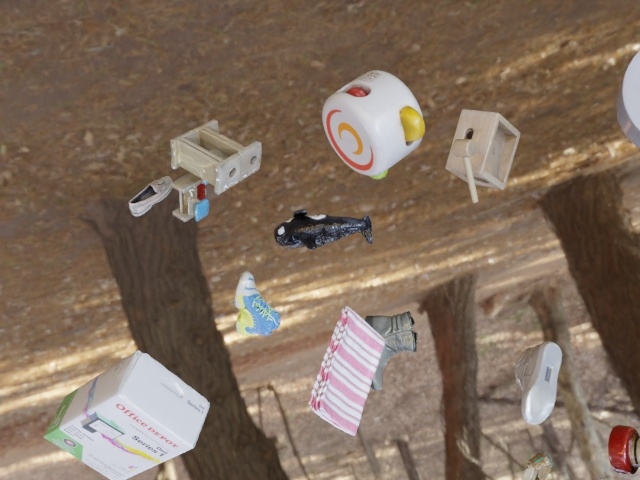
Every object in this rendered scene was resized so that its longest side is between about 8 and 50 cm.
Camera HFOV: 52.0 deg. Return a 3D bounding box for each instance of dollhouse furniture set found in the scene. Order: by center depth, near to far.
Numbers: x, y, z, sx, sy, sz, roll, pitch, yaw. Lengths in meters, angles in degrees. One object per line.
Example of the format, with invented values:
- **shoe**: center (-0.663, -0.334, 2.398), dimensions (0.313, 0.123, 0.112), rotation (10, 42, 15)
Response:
- **dollhouse furniture set**: center (-0.212, -0.125, 1.335), dimensions (0.129, 0.129, 0.184), rotation (-38, 149, -41)

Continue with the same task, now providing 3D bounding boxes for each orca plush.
- **orca plush**: center (0.000, 0.000, 1.830), dimensions (0.287, 0.102, 0.151), rotation (5, 140, 8)

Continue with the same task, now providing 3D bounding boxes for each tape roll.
- **tape roll**: center (0.636, -0.251, 1.142), dimensions (0.219, 0.219, 0.072), rotation (-21, 166, 10)

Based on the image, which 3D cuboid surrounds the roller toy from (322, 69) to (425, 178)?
- **roller toy**: center (0.113, -0.247, 1.359), dimensions (0.146, 0.191, 0.209), rotation (-37, 173, -21)

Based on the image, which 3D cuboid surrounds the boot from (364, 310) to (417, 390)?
- **boot**: center (0.225, 0.346, 2.057), dimensions (0.161, 0.247, 0.083), rotation (-4, 171, 15)

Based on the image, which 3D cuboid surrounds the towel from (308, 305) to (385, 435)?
- **towel**: center (0.056, 0.236, 1.182), dimensions (0.029, 0.197, 0.144), rotation (2, 151, 39)

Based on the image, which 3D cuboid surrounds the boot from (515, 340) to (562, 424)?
- **boot**: center (0.624, 0.423, 1.932), dimensions (0.258, 0.095, 0.123), rotation (-61, -170, -27)

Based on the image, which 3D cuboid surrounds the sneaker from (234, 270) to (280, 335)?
- **sneaker**: center (-0.166, 0.178, 1.799), dimensions (0.126, 0.091, 0.240), rotation (11, 138, 4)

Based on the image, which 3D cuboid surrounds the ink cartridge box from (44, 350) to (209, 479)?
- **ink cartridge box**: center (-0.402, 0.374, 1.370), dimensions (0.278, 0.201, 0.117), rotation (-32, -154, 31)

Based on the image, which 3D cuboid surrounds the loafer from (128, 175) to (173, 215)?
- **loafer**: center (-0.386, -0.108, 1.499), dimensions (0.125, 0.045, 0.039), rotation (-49, 152, -25)

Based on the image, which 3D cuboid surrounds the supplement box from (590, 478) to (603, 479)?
- **supplement box**: center (0.681, 0.738, 1.670), dimensions (0.073, 0.130, 0.240), rotation (-1, 125, -17)

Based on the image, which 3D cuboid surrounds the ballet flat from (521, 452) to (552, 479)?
- **ballet flat**: center (0.570, 0.662, 1.793), dimensions (0.067, 0.073, 0.206), rotation (-8, 121, -24)

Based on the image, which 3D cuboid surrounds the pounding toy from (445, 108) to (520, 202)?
- **pounding toy**: center (0.300, -0.168, 1.321), dimensions (0.094, 0.181, 0.206), rotation (16, 179, 38)

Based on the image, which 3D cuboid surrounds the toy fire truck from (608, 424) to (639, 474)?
- **toy fire truck**: center (0.715, 0.530, 1.358), dimensions (0.169, 0.302, 0.254), rotation (-7, 139, 43)
